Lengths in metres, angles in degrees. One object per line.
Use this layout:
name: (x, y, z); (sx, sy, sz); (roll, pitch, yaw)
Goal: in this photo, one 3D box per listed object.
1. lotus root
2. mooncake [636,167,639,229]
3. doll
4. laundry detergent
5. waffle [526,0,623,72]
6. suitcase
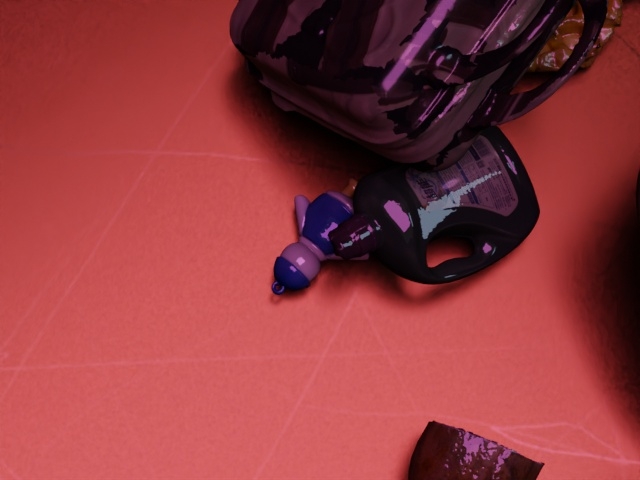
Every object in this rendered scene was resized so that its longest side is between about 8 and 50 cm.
lotus root: (0.148, 0.225, 1.689); (0.122, 0.112, 0.081); (19, 88, 12)
mooncake: (0.529, -0.009, 1.617); (0.467, 0.262, 0.467); (8, 110, 23)
doll: (0.000, 0.000, 1.761); (0.099, 0.057, 0.143); (38, 78, 13)
laundry detergent: (0.106, -0.022, 1.736); (0.221, 0.078, 0.144); (-29, 92, -28)
waffle: (0.257, -0.281, 1.854); (0.249, 0.056, 0.253); (18, 74, 3)
suitcase: (0.121, -0.235, 1.699); (0.339, 0.194, 0.351); (32, 85, 43)
